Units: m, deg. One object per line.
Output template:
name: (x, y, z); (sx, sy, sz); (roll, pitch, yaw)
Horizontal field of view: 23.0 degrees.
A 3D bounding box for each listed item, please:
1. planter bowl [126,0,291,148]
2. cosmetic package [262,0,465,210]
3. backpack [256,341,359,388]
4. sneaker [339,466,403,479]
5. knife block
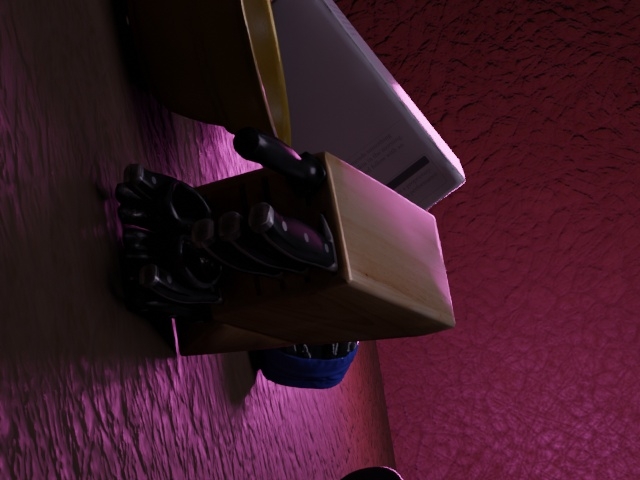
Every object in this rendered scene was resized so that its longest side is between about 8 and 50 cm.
planter bowl: (-0.086, -0.157, 1.143); (0.217, 0.090, 0.217); (-11, 90, -86)
cosmetic package: (0.010, -0.111, 1.447); (0.224, 0.138, 0.224); (53, 7, -3)
backpack: (-0.013, 0.080, 1.443); (0.101, 0.098, 0.120); (104, -18, -49)
sneaker: (0.064, 0.375, 1.488); (0.295, 0.124, 0.178); (-84, 160, -46)
knife block: (0.000, 0.000, 0.992); (0.242, 0.276, 0.088); (142, -58, -62)
